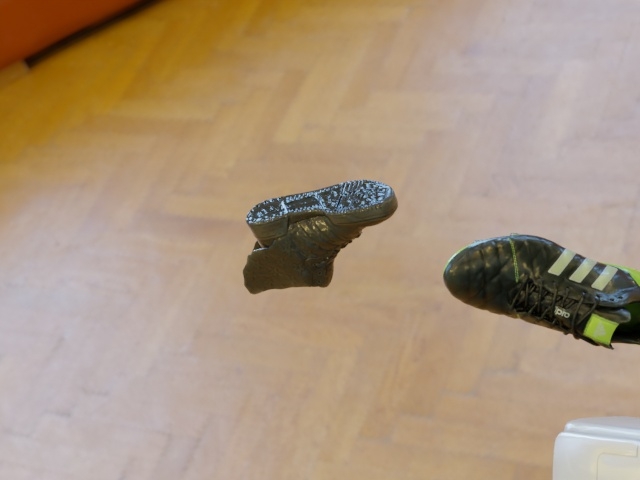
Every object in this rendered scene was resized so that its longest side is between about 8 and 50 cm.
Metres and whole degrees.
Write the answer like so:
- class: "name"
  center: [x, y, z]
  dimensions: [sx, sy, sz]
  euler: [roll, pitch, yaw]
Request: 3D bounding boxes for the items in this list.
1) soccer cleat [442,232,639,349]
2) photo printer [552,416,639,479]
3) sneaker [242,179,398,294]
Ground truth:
- class: "soccer cleat"
  center: [0.172, 0.039, 0.912]
  dimensions: [0.179, 0.060, 0.072]
  euler: [11, 29, -21]
- class: "photo printer"
  center: [0.254, 0.267, 0.774]
  dimensions: [0.256, 0.107, 0.307]
  euler: [-3, 86, 50]
- class: "sneaker"
  center: [-0.001, 0.002, 1.164]
  dimensions: [0.170, 0.089, 0.051]
  euler: [-8, 35, 24]
